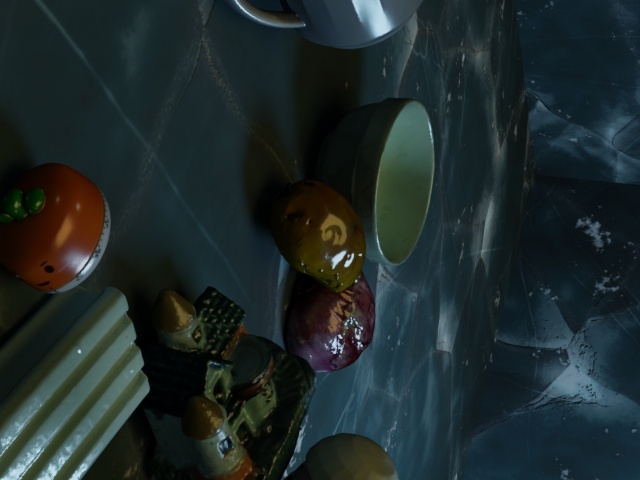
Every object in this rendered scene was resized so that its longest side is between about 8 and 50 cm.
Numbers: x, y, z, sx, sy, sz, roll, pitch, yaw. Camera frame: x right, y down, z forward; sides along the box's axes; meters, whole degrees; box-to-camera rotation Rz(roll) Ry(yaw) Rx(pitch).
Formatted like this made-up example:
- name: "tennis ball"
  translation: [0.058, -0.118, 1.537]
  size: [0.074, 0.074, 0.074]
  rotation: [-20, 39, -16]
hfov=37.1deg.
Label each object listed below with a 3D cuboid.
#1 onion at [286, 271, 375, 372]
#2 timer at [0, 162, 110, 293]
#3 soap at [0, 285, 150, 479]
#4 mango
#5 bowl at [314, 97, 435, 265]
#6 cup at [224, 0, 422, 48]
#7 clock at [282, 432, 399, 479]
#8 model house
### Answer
- name: "onion"
  translation: [0.043, 0.151, 1.795]
  size: [0.227, 0.120, 0.283]
  rotation: [-69, 155, -18]
- name: "timer"
  translation: [-0.278, -0.018, 0.971]
  size: [0.136, 0.099, 0.136]
  rotation: [-2, 90, -77]
- name: "soap"
  translation: [-0.295, 0.183, 1.010]
  size: [0.265, 0.087, 0.160]
  rotation: [-56, 146, -48]
- name: "mango"
  translation: [0.000, 0.000, 1.589]
  size: [0.249, 0.151, 0.156]
  rotation: [66, 36, -50]
- name: "bowl"
  translation: [0.093, -0.114, 1.766]
  size: [0.307, 0.163, 0.307]
  rotation: [8, 90, -69]
- name: "cup"
  translation: [-0.009, -0.425, 1.370]
  size: [0.323, 0.236, 0.327]
  rotation: [-45, 148, -10]
- name: "clock"
  translation: [-0.036, 0.445, 1.380]
  size: [0.326, 0.184, 0.342]
  rotation: [-50, 179, -29]
- name: "model house"
  translation: [-0.145, 0.179, 1.279]
  size: [0.253, 0.184, 0.291]
  rotation: [-59, 144, -37]
